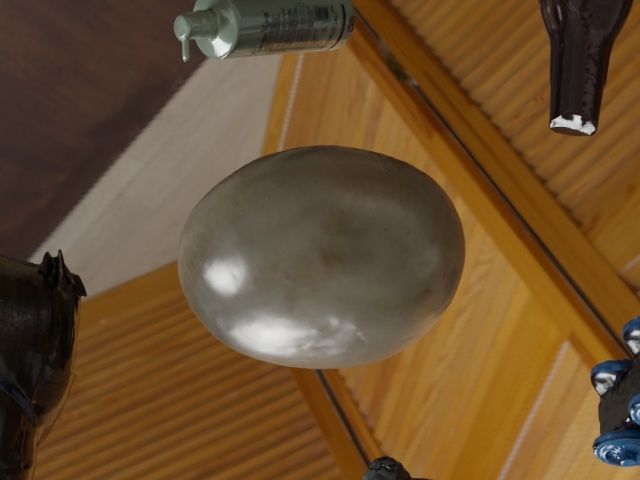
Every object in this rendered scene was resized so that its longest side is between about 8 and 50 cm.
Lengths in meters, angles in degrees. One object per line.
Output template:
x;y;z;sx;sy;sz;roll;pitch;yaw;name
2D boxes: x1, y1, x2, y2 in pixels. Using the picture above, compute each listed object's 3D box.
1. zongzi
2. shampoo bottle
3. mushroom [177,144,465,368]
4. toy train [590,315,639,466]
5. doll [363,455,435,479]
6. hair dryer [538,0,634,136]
-0.421;0.166;0.932;0.403;0.432;0.208;24;141;-29;zongzi
-0.071;-0.267;1.319;0.262;0.085;0.085;-15;141;-46;shampoo bottle
0.000;0.000;1.378;0.362;0.295;0.362;-2;150;-1;mushroom
0.584;0.253;1.718;0.265;0.188;0.300;12;142;-5;toy train
0.157;0.295;0.850;0.340;0.246;0.158;35;105;-22;doll
0.314;-0.328;1.248;0.123;0.313;0.340;6;154;11;hair dryer
